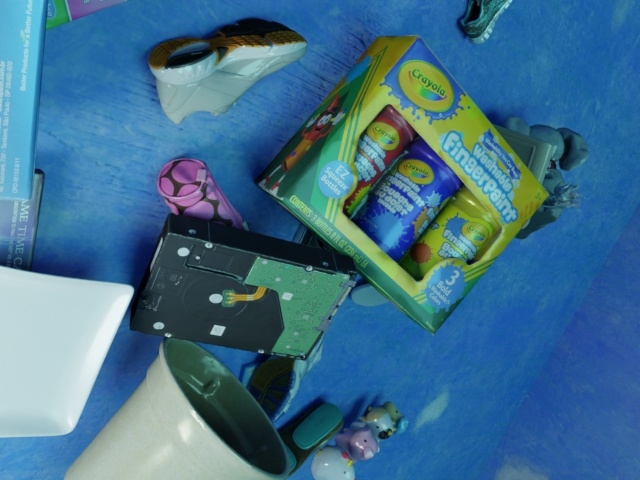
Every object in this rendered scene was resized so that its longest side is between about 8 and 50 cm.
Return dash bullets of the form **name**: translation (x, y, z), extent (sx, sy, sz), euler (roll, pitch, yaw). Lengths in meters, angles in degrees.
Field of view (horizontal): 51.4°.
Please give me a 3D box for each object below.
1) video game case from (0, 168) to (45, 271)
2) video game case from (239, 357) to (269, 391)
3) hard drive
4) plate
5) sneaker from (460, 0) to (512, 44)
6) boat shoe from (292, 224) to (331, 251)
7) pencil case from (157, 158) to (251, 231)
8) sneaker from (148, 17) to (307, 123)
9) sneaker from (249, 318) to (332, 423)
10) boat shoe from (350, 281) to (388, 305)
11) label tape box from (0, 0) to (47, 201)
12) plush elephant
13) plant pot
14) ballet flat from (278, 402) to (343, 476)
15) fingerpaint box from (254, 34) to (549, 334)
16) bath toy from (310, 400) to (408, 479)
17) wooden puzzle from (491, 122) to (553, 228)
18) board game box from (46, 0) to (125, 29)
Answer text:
- **video game case**: translation (-0.508, -0.005, 0.853), extent (0.274, 0.026, 0.196), euler (-2, 116, -43)
- **video game case**: translation (-0.123, 0.321, 1.533), extent (0.166, 0.015, 0.119), euler (-7, 122, -44)
- **hard drive**: translation (-0.134, 0.090, 1.156), extent (0.339, 0.064, 0.237), euler (14, 127, -21)
- **plate**: translation (-0.445, 0.161, 0.964), extent (0.277, 0.045, 0.278), euler (14, 104, -48)
- **sneaker**: translation (0.351, -0.501, 1.398), extent (0.076, 0.065, 0.166), euler (17, 102, -47)
- **boat shoe**: translation (0.000, 0.000, 1.377), extent (0.080, 0.076, 0.228), euler (4, 113, -48)
- **pencil case**: translation (-0.187, -0.048, 1.125), extent (0.209, 0.098, 0.095), euler (59, 42, -51)
- **sneaker**: translation (-0.139, -0.261, 1.035), extent (0.262, 0.099, 0.121), euler (-21, 139, -26)
- **sneaker**: translation (-0.054, 0.278, 1.480), extent (0.131, 0.112, 0.296), euler (21, 94, -54)
- **boat shoe**: translation (0.156, 0.106, 1.640), extent (0.183, 0.083, 0.065), euler (-9, 127, -11)
- **label tape box**: translation (-0.476, -0.185, 0.685), extent (0.347, 0.115, 0.249), euler (4, 116, -25)
- **plush elephant**: translation (0.525, -0.178, 1.681), extent (0.271, 0.330, 0.255), euler (16, 73, -23)
- **plant pot**: translation (-0.278, 0.398, 1.215), extent (0.305, 0.334, 0.334), euler (-43, 142, 2)
- **ballet flat**: translation (-0.086, 0.530, 1.673), extent (0.342, 0.116, 0.124), euler (-30, 155, -34)
- **fingerpaint box**: translation (0.168, -0.098, 1.271), extent (0.445, 0.163, 0.371), euler (42, 86, -28)
- **bath toy**: translation (0.111, 0.555, 1.803), extent (0.348, 0.129, 0.151), euler (-21, 135, -56)
- **wooden puzzle**: translation (0.405, -0.165, 1.570), extent (0.044, 0.238, 0.221), euler (-34, 141, -50)
- **board game box**: translation (-0.249, -0.426, 0.806), extent (0.316, 0.064, 0.242), euler (-33, 137, -26)
